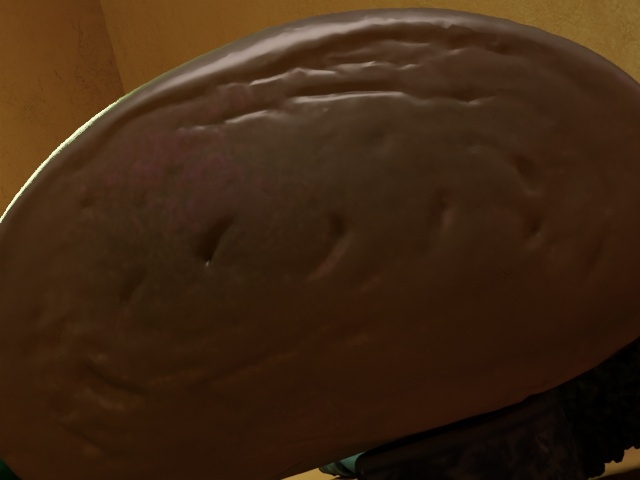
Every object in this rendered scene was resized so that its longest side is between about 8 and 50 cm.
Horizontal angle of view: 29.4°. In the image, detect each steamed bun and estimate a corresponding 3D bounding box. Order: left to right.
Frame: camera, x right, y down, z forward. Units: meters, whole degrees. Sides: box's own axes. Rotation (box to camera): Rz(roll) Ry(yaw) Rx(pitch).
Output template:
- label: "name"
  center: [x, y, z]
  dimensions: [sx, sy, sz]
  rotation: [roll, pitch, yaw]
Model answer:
- label: "steamed bun"
  center: [0.000, 0.000, 0.835]
  dimensions: [0.456, 0.289, 0.371]
  rotation: [-21, -6, 6]

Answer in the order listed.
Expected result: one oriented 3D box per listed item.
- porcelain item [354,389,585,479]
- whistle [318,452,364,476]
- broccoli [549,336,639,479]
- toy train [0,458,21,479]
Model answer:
- label: "porcelain item"
  center: [0.106, 0.174, 0.808]
  dimensions: [0.147, 0.114, 0.147]
  rotation: [-19, -7, -2]
- label: "whistle"
  center: [0.070, 0.275, 1.575]
  dimensions: [0.062, 0.062, 0.304]
  rotation: [-14, -4, -23]
- label: "broccoli"
  center: [0.153, 0.076, 1.116]
  dimensions: [0.334, 0.323, 0.272]
  rotation: [-5, -11, 11]
- label: "toy train"
  center: [-0.291, 0.271, 0.887]
  dimensions: [0.249, 0.178, 0.429]
  rotation: [-26, 1, -30]
